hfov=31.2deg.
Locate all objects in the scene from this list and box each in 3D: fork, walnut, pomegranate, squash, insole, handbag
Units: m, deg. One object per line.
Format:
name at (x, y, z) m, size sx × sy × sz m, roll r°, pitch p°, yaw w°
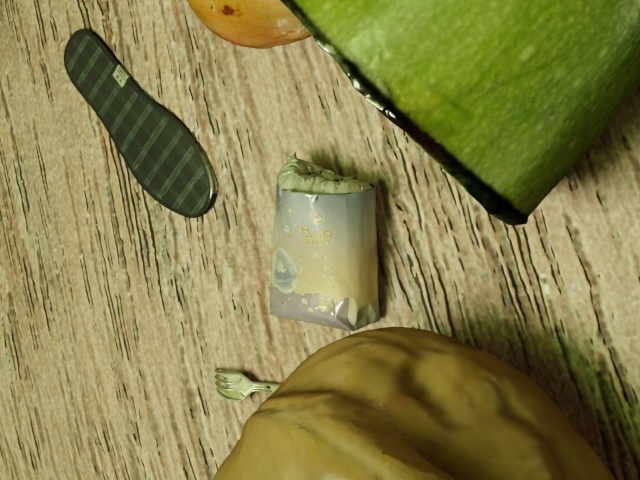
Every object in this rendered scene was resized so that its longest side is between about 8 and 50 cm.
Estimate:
fork at (-0.044, 0.167, 1.263) m, size 0.220 × 0.028 × 0.034 m, roll 3°, pitch 94°, yaw 39°
walnut at (0.078, 0.271, 0.984) m, size 0.384 × 0.384 × 0.383 m, roll 6°, pitch 100°, yaw 39°
pomegranate at (-0.049, -0.275, 1.112) m, size 0.191 × 0.191 × 0.191 m, roll 6°, pitch 100°, yaw 39°
squash at (0.160, -0.223, 0.925) m, size 0.309 × 0.310 × 0.310 m, roll -45°, pitch 66°, yaw 11°
insole at (-0.222, -0.142, 1.379) m, size 0.309 × 0.012 × 0.110 m, roll 52°, pitch 125°, yaw 21°
handbag at (0.000, 0.000, 1.165) m, size 0.117 × 0.095 × 0.173 m, roll 8°, pitch 104°, yaw 35°
